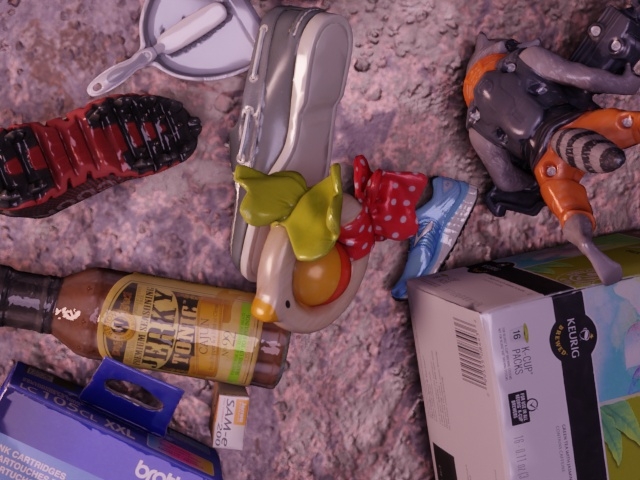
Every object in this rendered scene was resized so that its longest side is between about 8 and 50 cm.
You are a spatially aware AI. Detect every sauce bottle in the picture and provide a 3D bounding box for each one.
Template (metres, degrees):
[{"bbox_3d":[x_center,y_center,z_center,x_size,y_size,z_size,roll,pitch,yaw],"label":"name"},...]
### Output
[{"bbox_3d":[-0.207,0.091,1.541,0.344,0.111,0.111,9,95,-8],"label":"sauce bottle"}]

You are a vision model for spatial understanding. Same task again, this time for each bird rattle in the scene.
[{"bbox_3d":[0.000,0.000,1.506,0.143,0.253,0.207,22,98,27],"label":"bird rattle"}]

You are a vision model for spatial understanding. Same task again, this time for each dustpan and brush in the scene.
[{"bbox_3d":[-0.170,-0.221,1.536,0.211,0.060,0.147,-33,99,-3],"label":"dustpan and brush"}]

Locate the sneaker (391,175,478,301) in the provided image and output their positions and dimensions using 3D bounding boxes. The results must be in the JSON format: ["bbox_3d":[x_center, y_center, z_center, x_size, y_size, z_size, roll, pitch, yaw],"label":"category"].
[{"bbox_3d":[0.121,-0.003,1.607,0.073,0.063,0.162,28,87,7],"label":"sneaker"}]

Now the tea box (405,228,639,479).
[{"bbox_3d":[0.300,0.183,1.532,0.324,0.220,0.329,-13,101,-17],"label":"tea box"}]

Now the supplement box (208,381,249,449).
[{"bbox_3d":[-0.106,0.197,1.570,0.036,0.098,0.062,7,95,-8],"label":"supplement box"}]

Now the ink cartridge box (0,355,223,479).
[{"bbox_3d":[-0.285,0.318,1.539,0.270,0.151,0.395,26,91,-9],"label":"ink cartridge box"}]

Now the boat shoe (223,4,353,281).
[{"bbox_3d":[-0.052,-0.112,1.555,0.099,0.116,0.319,24,107,31],"label":"boat shoe"}]

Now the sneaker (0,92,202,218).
[{"bbox_3d":[-0.269,-0.092,1.522,0.276,0.135,0.097,-19,86,-28],"label":"sneaker"}]

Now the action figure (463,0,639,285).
[{"bbox_3d":[0.279,-0.156,1.473,0.178,0.330,0.341,19,106,-41],"label":"action figure"}]
